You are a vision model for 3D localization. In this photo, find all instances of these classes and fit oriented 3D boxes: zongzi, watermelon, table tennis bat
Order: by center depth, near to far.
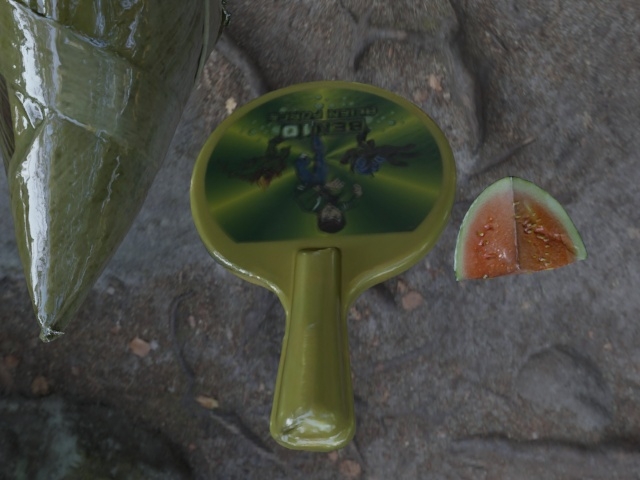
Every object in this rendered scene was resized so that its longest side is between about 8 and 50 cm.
[{"bbox_3d":[0.000,0.000,0.638,0.198,0.321,0.050,-1,141,5],"label":"table tennis bat"},{"bbox_3d":[-0.207,-0.240,0.719,0.218,0.467,0.500,-3,139,2],"label":"zongzi"},{"bbox_3d":[0.199,0.013,0.942,0.135,0.094,0.125,-39,111,24],"label":"watermelon"}]
